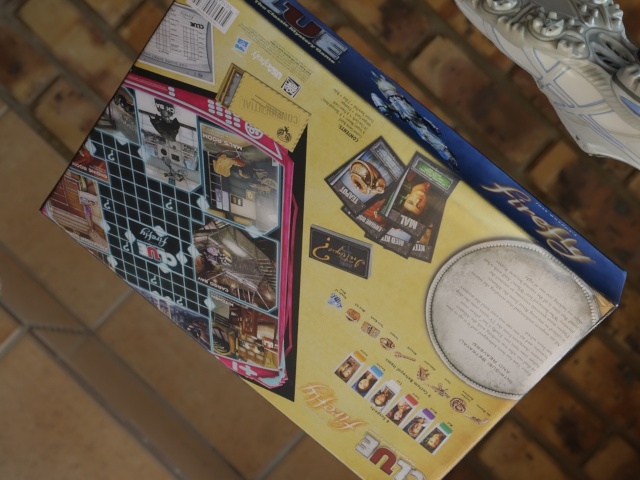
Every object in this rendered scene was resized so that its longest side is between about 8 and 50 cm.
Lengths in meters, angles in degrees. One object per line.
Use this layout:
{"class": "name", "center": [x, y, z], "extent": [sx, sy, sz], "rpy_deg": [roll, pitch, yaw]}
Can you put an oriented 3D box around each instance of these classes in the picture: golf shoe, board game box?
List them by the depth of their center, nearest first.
{"class": "board game box", "center": [0.000, 0.000, 0.630], "extent": [0.243, 0.165, 0.042], "rpy_deg": [40, 29, 1]}
{"class": "golf shoe", "center": [0.127, -0.079, 0.637], "extent": [0.176, 0.069, 0.086], "rpy_deg": [42, -32, 28]}
